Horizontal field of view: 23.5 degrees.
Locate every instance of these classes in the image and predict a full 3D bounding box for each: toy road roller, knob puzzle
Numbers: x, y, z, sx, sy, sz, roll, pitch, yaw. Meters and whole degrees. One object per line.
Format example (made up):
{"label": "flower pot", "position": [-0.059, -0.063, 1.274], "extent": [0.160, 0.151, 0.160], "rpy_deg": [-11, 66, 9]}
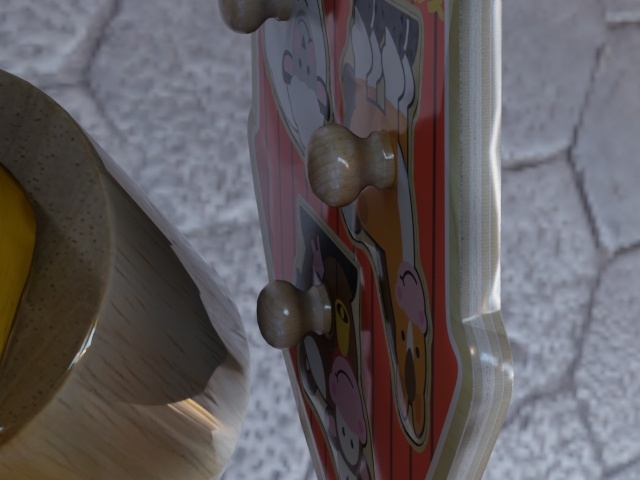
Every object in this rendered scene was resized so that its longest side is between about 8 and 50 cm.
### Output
{"label": "toy road roller", "position": [-0.054, 0.136, 0.391], "extent": [0.202, 0.241, 0.329], "rpy_deg": [54, 47, -67]}
{"label": "knob puzzle", "position": [0.000, 0.000, 0.408], "extent": [0.030, 0.213, 0.213], "rpy_deg": [-8, 103, -16]}
